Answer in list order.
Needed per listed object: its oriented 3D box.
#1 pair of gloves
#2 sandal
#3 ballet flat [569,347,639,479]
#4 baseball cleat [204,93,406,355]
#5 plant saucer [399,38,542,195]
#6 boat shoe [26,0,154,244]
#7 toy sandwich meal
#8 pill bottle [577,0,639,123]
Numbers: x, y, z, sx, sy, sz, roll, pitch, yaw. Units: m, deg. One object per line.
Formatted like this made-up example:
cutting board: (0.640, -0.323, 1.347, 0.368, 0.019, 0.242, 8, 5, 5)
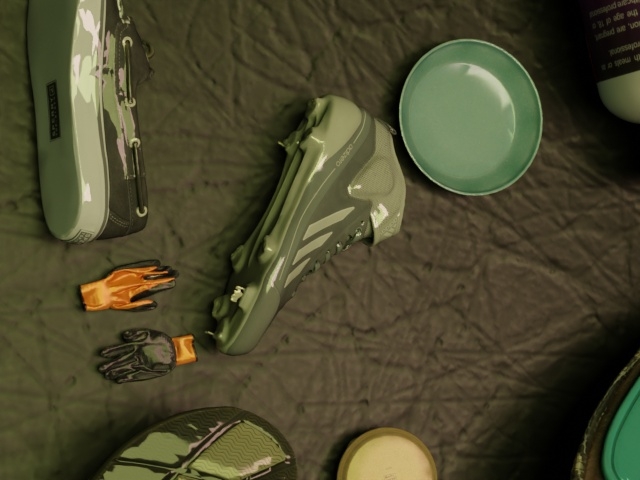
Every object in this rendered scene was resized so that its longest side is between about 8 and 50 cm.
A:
pair of gloves: (-0.128, 0.057, 1.166, 0.074, 0.010, 0.083, -15, 94, -22)
sandal: (-0.141, 0.229, 1.116, 0.120, 0.086, 0.303, 42, 91, -6)
ballet flat: (0.222, 0.237, 1.175, 0.164, 0.182, 0.483, 32, 51, -2)
baseball cleat: (0.000, 0.000, 1.185, 0.109, 0.072, 0.206, 27, 81, -23)
plant saucer: (0.111, -0.092, 1.256, 0.119, 0.021, 0.119, 1, 87, -20)
boat shoe: (-0.149, -0.112, 1.138, 0.076, 0.080, 0.228, -1, 83, -37)
toy sandwich meal: (0.049, 0.177, 1.214, 0.085, 0.029, 0.085, 2, 84, -15)
pill bottle: (0.278, -0.210, 1.241, 0.181, 0.181, 0.323, -13, 91, -20)
